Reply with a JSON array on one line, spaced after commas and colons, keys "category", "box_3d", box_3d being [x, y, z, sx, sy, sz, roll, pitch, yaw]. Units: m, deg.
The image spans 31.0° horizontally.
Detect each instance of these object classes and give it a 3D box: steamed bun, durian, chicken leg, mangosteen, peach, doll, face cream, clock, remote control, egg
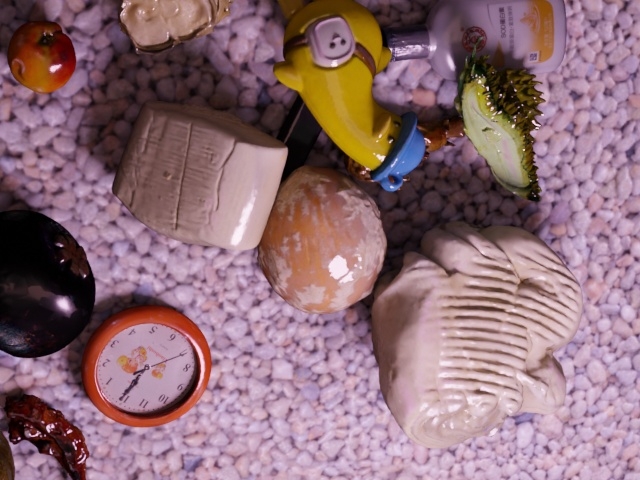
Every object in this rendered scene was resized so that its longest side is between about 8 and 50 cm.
[{"category": "steamed bun", "box_3d": [-0.170, -0.095, 1.697, 0.250, 0.155, 0.200, 23, 103, 28]}, {"category": "durian", "box_3d": [0.279, -0.197, 1.784, 0.132, 0.106, 0.375, -6, 142, 25]}, {"category": "steamed bun", "box_3d": [-0.214, -0.376, 1.662, 0.192, 0.106, 0.177, -23, 112, 4]}, {"category": "chicken leg", "box_3d": [0.138, -0.145, 1.806, 0.207, 0.101, 0.085, -17, 138, -17]}, {"category": "mangosteen", "box_3d": [-0.446, 0.068, 1.678, 0.243, 0.243, 0.243, -3, 105, -11]}, {"category": "chicken leg", "box_3d": [-0.420, 0.323, 1.829, 0.089, 0.048, 0.219, -42, 109, 4]}, {"category": "peach", "box_3d": [-0.401, -0.262, 1.658, 0.101, 0.101, 0.101, -3, 105, -11]}, {"category": "doll", "box_3d": [0.030, -0.236, 1.689, 0.199, 0.145, 0.363, -24, 86, -25]}, {"category": "face cream", "box_3d": [0.236, -0.318, 1.787, 0.291, 0.071, 0.144, -6, 108, -10]}, {"category": "clock", "box_3d": [-0.275, 0.199, 1.825, 0.205, 0.051, 0.205, -3, 106, -12]}, {"category": "steamed bun", "box_3d": [0.226, 0.148, 1.824, 0.339, 0.247, 0.352, 2, 82, -25]}, {"category": "remote control", "box_3d": [-0.041, -0.148, 1.799, 0.063, 0.025, 0.245, 24, 99, -21]}, {"category": "egg", "box_3d": [0.000, 0.000, 1.749, 0.203, 0.203, 0.245, -14, 127, -8]}]

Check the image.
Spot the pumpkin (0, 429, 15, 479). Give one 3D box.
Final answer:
[{"category": "pumpkin", "box_3d": [-0.543, 0.319, 1.763, 0.126, 0.131, 0.248, -14, 112, 1]}]
